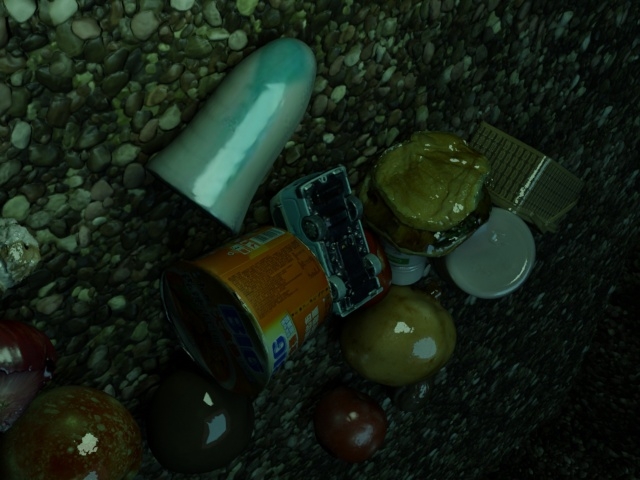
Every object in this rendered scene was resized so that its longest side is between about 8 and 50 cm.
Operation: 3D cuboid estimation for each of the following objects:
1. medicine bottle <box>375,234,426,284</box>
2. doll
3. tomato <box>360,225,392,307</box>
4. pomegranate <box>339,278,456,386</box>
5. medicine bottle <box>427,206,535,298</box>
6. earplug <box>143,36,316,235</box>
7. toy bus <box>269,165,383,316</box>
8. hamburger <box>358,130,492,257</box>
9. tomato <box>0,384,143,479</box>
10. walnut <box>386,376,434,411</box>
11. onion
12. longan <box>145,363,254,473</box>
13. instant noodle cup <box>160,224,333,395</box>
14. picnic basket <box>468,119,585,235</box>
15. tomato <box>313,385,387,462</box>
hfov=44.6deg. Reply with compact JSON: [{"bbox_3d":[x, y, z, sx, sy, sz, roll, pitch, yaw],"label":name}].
[{"bbox_3d":[0.198,-0.007,1.846,0.139,0.139,0.237,-35,150,-23],"label":"medicine bottle"},{"bbox_3d":[-0.502,0.042,1.093,0.221,0.105,0.115,-23,139,-37],"label":"doll"},{"bbox_3d":[0.075,0.059,1.728,0.136,0.195,0.195,-20,151,16],"label":"tomato"},{"bbox_3d":[0.192,0.240,1.968,0.307,0.307,0.307,-31,142,-28],"label":"pomegranate"},{"bbox_3d":[0.367,0.020,1.887,0.208,0.208,0.340,-51,-175,0],"label":"medicine bottle"},{"bbox_3d":[-0.118,-0.191,1.281,0.324,0.185,0.185,-54,147,-6],"label":"earplug"},{"bbox_3d":[0.000,0.000,1.542,0.133,0.165,0.271,-30,109,-37],"label":"toy bus"},{"bbox_3d":[0.230,-0.096,1.679,0.285,0.265,0.134,-32,145,-22],"label":"hamburger"},{"bbox_3d":[-0.454,0.373,1.368,0.270,0.222,0.270,-33,165,-10],"label":"tomato"},{"bbox_3d":[0.272,0.438,2.362,0.162,0.140,0.140,-53,147,11],"label":"walnut"},{"bbox_3d":[-0.525,0.213,1.187,0.248,0.161,0.248,-24,143,-19],"label":"onion"},{"bbox_3d":[-0.244,0.365,1.613,0.246,0.215,0.246,-40,168,-10],"label":"longan"},{"bbox_3d":[-0.126,0.117,1.469,0.214,0.296,0.296,-34,144,-37],"label":"instant noodle cup"},{"bbox_3d":[0.503,-0.147,1.987,0.313,0.228,0.175,14,109,-54],"label":"picnic basket"},{"bbox_3d":[0.076,0.506,2.135,0.208,0.208,0.184,22,98,-56],"label":"tomato"}]
